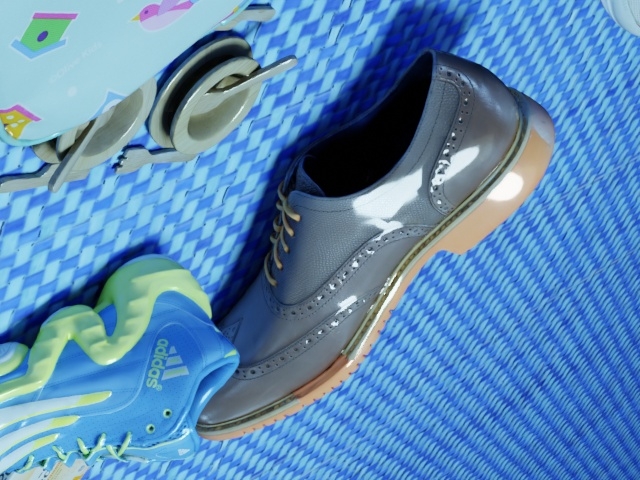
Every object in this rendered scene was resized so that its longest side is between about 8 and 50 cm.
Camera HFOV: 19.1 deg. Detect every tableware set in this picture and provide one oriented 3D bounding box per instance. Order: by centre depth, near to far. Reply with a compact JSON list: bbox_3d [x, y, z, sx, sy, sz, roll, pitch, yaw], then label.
[{"bbox_3d":[-0.095,-0.079,1.152,0.194,0.039,0.128,-13,140,-54],"label":"tableware set"}]

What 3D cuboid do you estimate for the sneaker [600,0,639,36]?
[{"bbox_3d":[0.299,-0.245,1.499,0.103,0.111,0.252,-33,154,-31],"label":"sneaker"}]

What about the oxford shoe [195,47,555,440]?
[{"bbox_3d":[0.000,0.000,1.407,0.132,0.130,0.364,33,108,-35],"label":"oxford shoe"}]

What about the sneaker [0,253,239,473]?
[{"bbox_3d":[-0.154,0.113,1.250,0.240,0.126,0.091,-40,157,-18],"label":"sneaker"}]

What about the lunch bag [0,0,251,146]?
[{"bbox_3d":[-0.085,-0.195,0.887,0.279,0.108,0.224,-41,154,-19],"label":"lunch bag"}]

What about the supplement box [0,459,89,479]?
[{"bbox_3d":[-0.209,0.165,1.356,0.062,0.036,0.098,-54,157,13],"label":"supplement box"}]
